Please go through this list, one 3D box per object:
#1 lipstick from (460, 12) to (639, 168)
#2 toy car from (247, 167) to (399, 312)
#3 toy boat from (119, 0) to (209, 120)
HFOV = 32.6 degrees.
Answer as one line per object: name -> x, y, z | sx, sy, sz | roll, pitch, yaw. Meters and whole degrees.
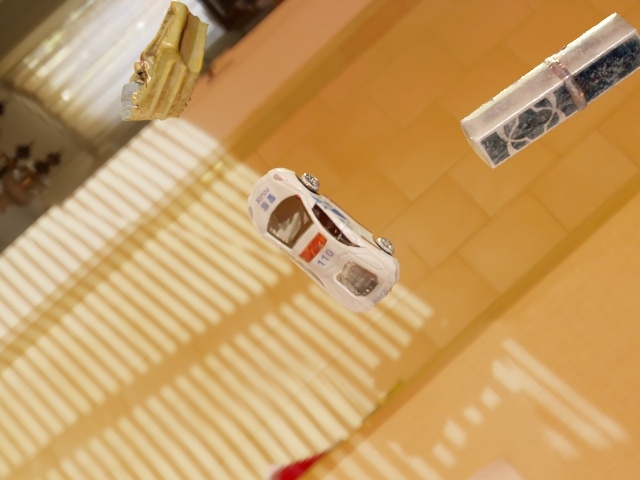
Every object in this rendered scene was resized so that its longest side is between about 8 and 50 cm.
lipstick -> 0.348, -0.221, 1.643 | 0.077, 0.289, 0.076 | 50, -171, -37
toy car -> 0.000, 0.000, 1.281 | 0.205, 0.095, 0.056 | 40, -153, -2
toy boat -> -0.230, -0.256, 1.647 | 0.084, 0.111, 0.276 | 14, 157, -19
